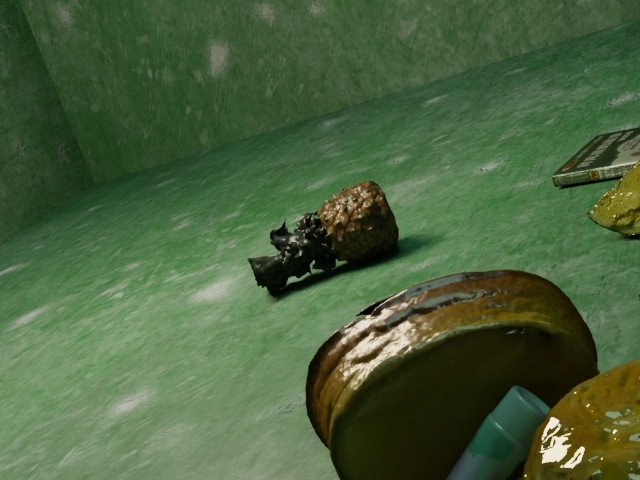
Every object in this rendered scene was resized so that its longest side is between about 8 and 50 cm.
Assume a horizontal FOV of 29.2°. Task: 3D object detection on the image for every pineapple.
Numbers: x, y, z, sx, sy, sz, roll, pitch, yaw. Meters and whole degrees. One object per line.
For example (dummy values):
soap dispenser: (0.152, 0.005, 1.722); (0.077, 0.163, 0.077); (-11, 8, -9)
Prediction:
pineapple: (0.000, 0.001, 1.977); (0.248, 0.128, 0.128); (-25, 13, 0)

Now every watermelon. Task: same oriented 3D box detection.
watermelon: (0.450, -0.064, 1.613); (0.075, 0.092, 0.181); (-9, -35, -44)

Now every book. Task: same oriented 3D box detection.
book: (0.530, -0.149, 1.976); (0.264, 0.027, 0.202); (-9, 18, 39)

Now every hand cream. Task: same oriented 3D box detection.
hand cream: (0.127, 0.202, 1.026); (0.174, 0.047, 0.076); (-54, 7, 12)

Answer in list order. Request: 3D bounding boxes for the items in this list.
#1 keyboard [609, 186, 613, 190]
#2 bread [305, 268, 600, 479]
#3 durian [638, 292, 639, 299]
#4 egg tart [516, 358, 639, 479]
keyboard: (0.474, -0.060, 1.640); (0.165, 0.055, 0.017); (-10, 36, 20)
bread: (0.121, 0.136, 1.107); (0.269, 0.195, 0.143); (-22, 23, 3)
durian: (0.398, 0.059, 1.255); (0.110, 0.071, 0.140); (-24, -3, -40)
egg tart: (0.258, 0.173, 0.898); (0.318, 0.128, 0.319); (-19, 16, 6)
